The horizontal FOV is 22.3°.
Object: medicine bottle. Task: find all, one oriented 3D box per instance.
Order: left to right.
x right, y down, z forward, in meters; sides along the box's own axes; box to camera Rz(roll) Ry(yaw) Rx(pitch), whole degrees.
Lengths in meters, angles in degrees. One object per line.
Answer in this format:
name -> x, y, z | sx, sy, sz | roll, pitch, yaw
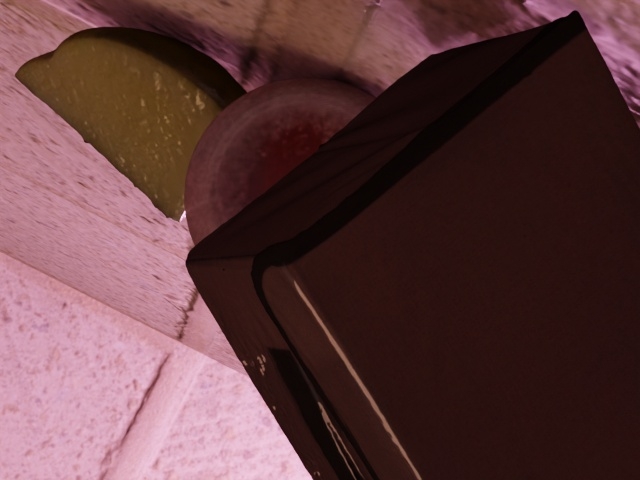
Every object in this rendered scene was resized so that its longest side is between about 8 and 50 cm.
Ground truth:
medicine bottle -> 0.000, 0.000, 1.014 | 0.147, 0.147, 0.247 | 25, 168, 10

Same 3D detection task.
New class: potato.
potato -> -0.102, -0.105, 1.020 | 0.149, 0.081, 0.120 | 42, 139, 7

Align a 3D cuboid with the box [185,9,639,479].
box -> 0.079, 0.055, 0.757 | 0.252, 0.188, 0.153 | 57, 160, -15
